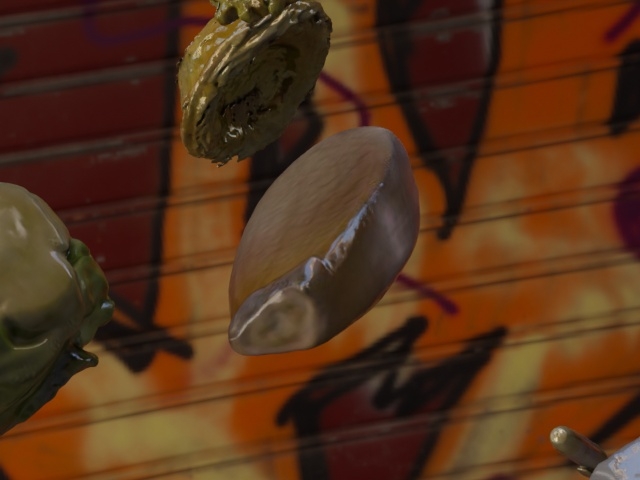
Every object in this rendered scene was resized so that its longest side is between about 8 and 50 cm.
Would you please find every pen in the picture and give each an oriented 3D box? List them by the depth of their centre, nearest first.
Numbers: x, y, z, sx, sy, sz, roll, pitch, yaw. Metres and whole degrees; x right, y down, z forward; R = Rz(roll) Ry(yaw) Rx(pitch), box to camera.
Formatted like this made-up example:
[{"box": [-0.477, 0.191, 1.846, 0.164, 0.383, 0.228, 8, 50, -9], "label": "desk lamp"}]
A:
[{"box": [0.288, 0.238, 1.343, 0.032, 0.040, 0.233, 11, -11, 27], "label": "pen"}]

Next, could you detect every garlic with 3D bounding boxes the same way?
[{"box": [0.008, -0.005, 0.880, 0.143, 0.112, 0.318, -29, 9, 16], "label": "garlic"}]

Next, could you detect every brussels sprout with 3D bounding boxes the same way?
[{"box": [-0.350, 0.075, 1.047, 0.328, 0.247, 0.328, -39, 9, 7], "label": "brussels sprout"}]

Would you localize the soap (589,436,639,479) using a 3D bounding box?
[{"box": [0.263, 0.031, 0.377, 0.258, 0.302, 0.159, -2, 38, -20], "label": "soap"}]

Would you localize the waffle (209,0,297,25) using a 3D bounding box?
[{"box": [-0.014, -0.326, 1.204, 0.254, 0.245, 0.052, -26, -47, 28], "label": "waffle"}]

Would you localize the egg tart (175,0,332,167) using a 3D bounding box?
[{"box": [-0.101, -0.232, 1.642, 0.288, 0.118, 0.288, -40, -16, -14], "label": "egg tart"}]
